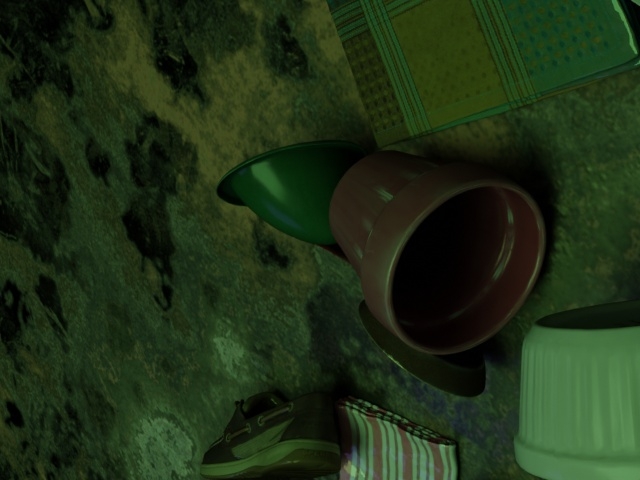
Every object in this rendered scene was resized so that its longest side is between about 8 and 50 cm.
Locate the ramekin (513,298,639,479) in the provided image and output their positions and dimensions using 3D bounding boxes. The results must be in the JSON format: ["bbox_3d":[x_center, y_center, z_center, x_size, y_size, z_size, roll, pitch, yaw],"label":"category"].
[{"bbox_3d":[0.302,0.122,0.985,0.272,0.272,0.127,-6,92,49],"label":"ramekin"}]

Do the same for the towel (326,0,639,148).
[{"bbox_3d":[0.144,-0.258,1.143,0.370,0.040,0.272,-15,96,52],"label":"towel"}]

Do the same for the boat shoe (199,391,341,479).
[{"bbox_3d":[-0.073,0.277,1.589,0.342,0.123,0.123,148,128,-60],"label":"boat shoe"}]

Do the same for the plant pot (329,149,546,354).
[{"bbox_3d":[0.108,-0.007,1.194,0.180,0.201,0.201,41,136,50],"label":"plant pot"}]

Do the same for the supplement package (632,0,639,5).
[{"bbox_3d":[0.331,-0.288,0.844,0.134,0.139,0.244,43,136,27],"label":"supplement package"}]

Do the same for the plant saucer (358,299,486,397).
[{"bbox_3d":[0.120,0.108,1.251,0.168,0.168,0.029,44,114,25],"label":"plant saucer"}]

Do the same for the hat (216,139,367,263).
[{"bbox_3d":[0.000,0.000,1.291,0.173,0.208,0.184,100,156,-72],"label":"hat"}]

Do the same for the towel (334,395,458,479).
[{"bbox_3d":[0.097,0.295,1.457,0.197,0.029,0.144,18,121,42],"label":"towel"}]
